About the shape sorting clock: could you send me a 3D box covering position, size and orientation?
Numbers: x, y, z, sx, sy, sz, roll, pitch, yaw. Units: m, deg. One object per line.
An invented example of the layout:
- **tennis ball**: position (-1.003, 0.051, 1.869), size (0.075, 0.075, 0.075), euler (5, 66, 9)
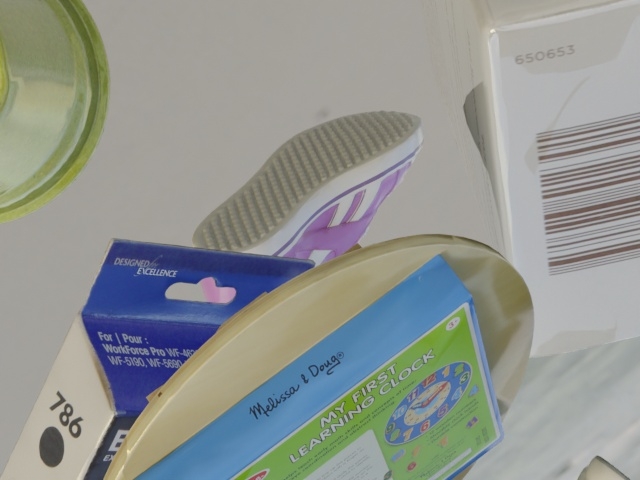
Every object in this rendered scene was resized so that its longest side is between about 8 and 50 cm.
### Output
- **shape sorting clock**: position (0.000, 0.080, 0.602), size (0.206, 0.040, 0.206), euler (-28, 146, -21)

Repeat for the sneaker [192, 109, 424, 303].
- **sneaker**: position (-0.001, 0.000, 1.379), size (0.282, 0.102, 0.161), euler (-38, 129, -33)

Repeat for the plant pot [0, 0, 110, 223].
- **plant pot**: position (-0.337, -0.141, 1.329), size (0.276, 0.276, 0.254), euler (-39, -177, 2)

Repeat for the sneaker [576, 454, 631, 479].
- **sneaker**: position (0.117, 0.148, 0.548), size (0.061, 0.152, 0.054), euler (-38, -160, -6)

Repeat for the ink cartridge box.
- **ink cartridge box**: position (-0.109, 0.159, 0.870), size (0.165, 0.065, 0.332), euler (6, 116, -47)

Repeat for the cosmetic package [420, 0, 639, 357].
- **cosmetic package**: position (0.254, -0.184, 1.178), size (0.327, 0.393, 0.329), euler (-13, 134, 1)
